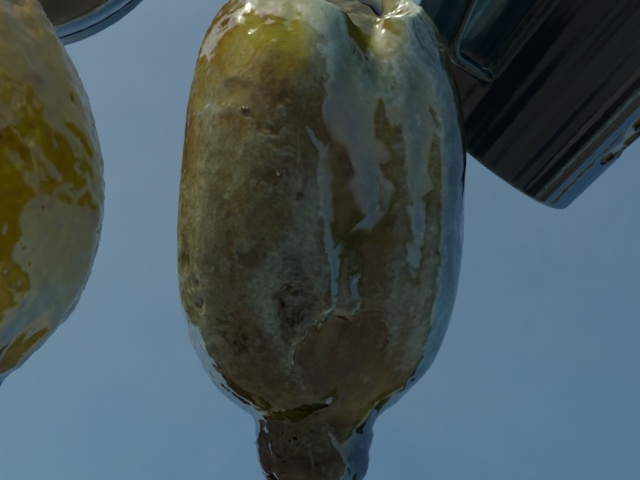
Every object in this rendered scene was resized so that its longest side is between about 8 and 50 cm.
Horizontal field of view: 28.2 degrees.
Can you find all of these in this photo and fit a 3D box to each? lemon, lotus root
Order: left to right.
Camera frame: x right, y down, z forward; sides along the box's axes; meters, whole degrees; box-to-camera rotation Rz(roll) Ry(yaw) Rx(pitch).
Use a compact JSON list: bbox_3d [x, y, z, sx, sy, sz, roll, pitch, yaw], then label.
[{"bbox_3d":[-0.192,-0.032,0.557,0.192,0.192,0.231,-24,-99,35],"label":"lemon"},{"bbox_3d":[0.000,0.000,0.459,0.088,0.113,0.192,5,-87,51],"label":"lotus root"}]

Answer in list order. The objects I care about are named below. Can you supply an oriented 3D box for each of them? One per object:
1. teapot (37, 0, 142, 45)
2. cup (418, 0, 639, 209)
[{"bbox_3d":[-0.252,-0.385,1.039,0.305,0.376,0.362,23,-28,17],"label":"teapot"},{"bbox_3d":[0.113,-0.110,0.600,0.155,0.176,0.131,-52,-130,19],"label":"cup"}]
